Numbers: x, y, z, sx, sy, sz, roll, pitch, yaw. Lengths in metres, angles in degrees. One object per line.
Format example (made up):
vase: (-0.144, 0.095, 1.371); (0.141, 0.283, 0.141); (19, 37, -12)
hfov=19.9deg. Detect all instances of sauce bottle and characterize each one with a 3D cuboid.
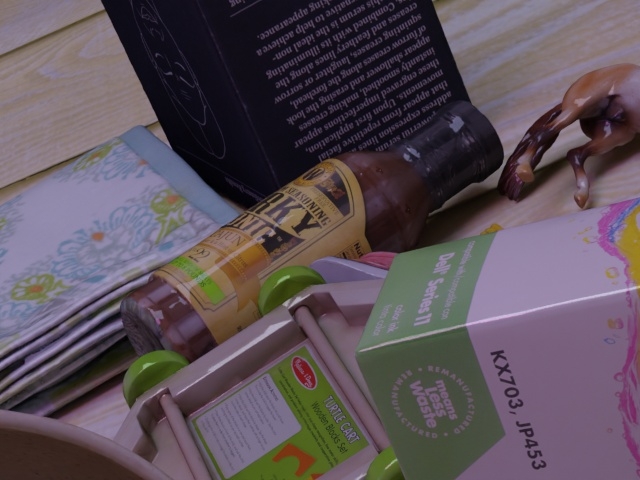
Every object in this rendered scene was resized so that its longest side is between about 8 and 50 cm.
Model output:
sauce bottle: (0.000, 0.000, 1.488); (0.344, 0.111, 0.111); (-35, 27, -22)

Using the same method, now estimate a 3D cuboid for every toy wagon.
toy wagon: (0.005, 0.114, 1.255); (0.344, 0.068, 0.267); (-32, 33, -2)

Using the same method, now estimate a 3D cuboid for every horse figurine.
horse figurine: (0.266, -0.094, 1.488); (0.263, 0.066, 0.174); (-4, 38, 33)

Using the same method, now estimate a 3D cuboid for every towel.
towel: (-0.242, 0.035, 1.663); (0.320, 0.090, 0.374); (-29, 25, -10)

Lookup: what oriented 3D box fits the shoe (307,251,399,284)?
shoe: (0.078, 0.050, 1.372); (0.178, 0.063, 0.081); (20, 18, 33)

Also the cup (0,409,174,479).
cup: (-0.209, 0.270, 0.968); (0.331, 0.331, 0.237); (-38, 4, -27)

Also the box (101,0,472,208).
box: (-0.066, -0.242, 1.681); (0.212, 0.395, 0.293); (-31, 27, -16)

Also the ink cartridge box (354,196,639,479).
ink cartridge box: (0.223, 0.082, 1.007); (0.353, 0.207, 0.119); (-14, 22, 22)
